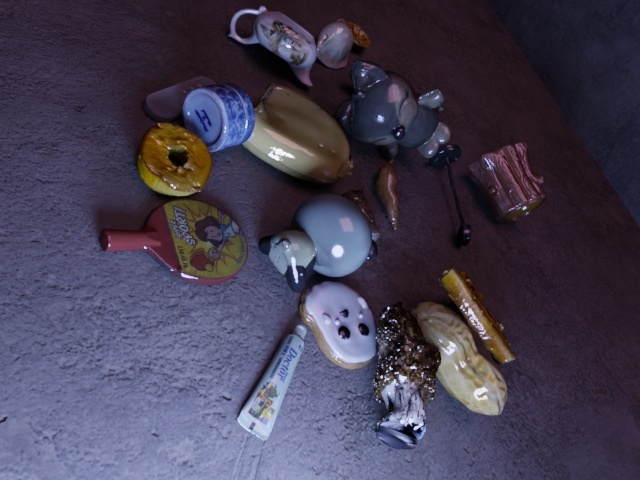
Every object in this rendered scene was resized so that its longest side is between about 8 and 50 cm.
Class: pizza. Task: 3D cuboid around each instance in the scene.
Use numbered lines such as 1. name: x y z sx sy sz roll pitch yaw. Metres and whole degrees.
1. pizza: 0.398 0.194 1.404 0.251 0.074 0.287 62 13 24

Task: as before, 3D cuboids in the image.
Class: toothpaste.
1. toothpaste: -0.079 0.258 1.084 0.067 0.037 0.255 38 45 -9

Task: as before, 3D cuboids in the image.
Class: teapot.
1. teapot: -0.118 -0.581 1.655 0.298 0.139 0.204 32 16 -13

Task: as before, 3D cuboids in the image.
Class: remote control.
1. remote control: -0.328 -0.343 1.364 0.077 0.022 0.245 45 40 1

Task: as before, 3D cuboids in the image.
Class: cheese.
1. cheese: -0.048 -0.263 1.469 0.315 0.128 0.260 28 51 -11

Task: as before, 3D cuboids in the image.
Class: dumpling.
1. dumpling: 0.052 -0.646 1.884 0.111 0.181 0.155 40 -11 51

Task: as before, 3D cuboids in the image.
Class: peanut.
1. peanut: 0.317 0.275 1.323 0.147 0.147 0.306 -22 74 -48

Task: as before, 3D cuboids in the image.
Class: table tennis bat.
1. table tennis bat: -0.279 0.001 1.122 0.310 0.038 0.200 1 57 -44

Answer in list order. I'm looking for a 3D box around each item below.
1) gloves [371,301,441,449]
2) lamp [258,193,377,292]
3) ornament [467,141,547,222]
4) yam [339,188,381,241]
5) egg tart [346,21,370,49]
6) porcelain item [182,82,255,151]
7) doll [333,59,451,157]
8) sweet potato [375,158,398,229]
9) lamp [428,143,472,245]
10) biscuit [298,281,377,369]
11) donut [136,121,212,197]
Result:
1. gloves: 0.179 0.272 1.183 0.210 0.135 0.312 61 27 -52
2. lamp: 0.000 0.000 1.259 0.243 0.198 0.198 -26 76 -31
3. ornament: 0.657 -0.194 1.953 0.235 0.221 0.218 21 44 -65
4. yam: 0.100 -0.056 1.456 0.079 0.079 0.141 0 58 -41
5. egg tart: 0.125 -0.731 2.044 0.130 0.052 0.130 24 44 -25
6. porcelain item: -0.231 -0.285 1.305 0.147 0.147 0.114 53 39 8
7. doll: 0.181 -0.413 1.757 0.382 0.252 0.378 18 16 -34
8. sweet potato: 0.188 -0.137 1.613 0.068 0.068 0.226 13 64 -33
9. lamp: 0.404 -0.145 1.806 0.108 0.130 0.371 9 63 -8
10. biscuit: 0.052 0.180 1.248 0.181 0.049 0.208 -17 69 -46
11. donut: -0.314 -0.166 1.204 0.162 0.065 0.178 39 40 -16
